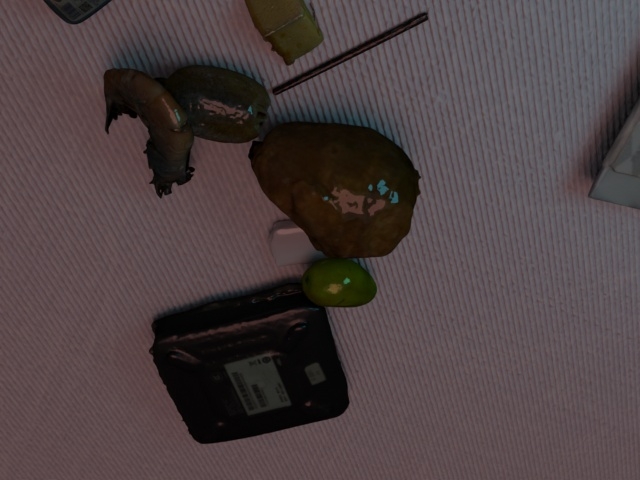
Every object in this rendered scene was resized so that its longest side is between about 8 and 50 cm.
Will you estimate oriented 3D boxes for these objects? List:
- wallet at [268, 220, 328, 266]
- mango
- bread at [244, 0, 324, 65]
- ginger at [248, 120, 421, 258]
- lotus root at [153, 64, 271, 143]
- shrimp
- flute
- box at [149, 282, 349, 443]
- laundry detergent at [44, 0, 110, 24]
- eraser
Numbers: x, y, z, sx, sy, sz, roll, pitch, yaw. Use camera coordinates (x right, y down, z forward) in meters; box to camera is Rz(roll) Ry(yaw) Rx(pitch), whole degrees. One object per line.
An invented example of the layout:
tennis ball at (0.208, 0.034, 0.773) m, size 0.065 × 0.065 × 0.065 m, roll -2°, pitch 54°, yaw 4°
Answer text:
wallet at (0.000, 0.000, 1.395) m, size 0.189 × 0.033 × 0.095 m, roll -4°, pitch 125°, yaw -4°
mango at (0.032, 0.084, 1.405) m, size 0.117 × 0.089 × 0.163 m, roll -12°, pitch 157°, yaw 20°
bread at (-0.048, -0.330, 1.158) m, size 0.084 × 0.080 × 0.109 m, roll -27°, pitch 160°, yaw 13°
ginger at (0.039, -0.092, 1.228) m, size 0.222 × 0.200 × 0.269 m, roll -26°, pitch 125°, yaw 14°
lotus root at (-0.174, -0.212, 1.180) m, size 0.191 × 0.088 × 0.113 m, roll 12°, pitch 106°, yaw -11°
shrimp at (-0.270, -0.166, 1.175) m, size 0.178 × 0.289 × 0.075 m, roll 43°, pitch 74°, yaw 5°
flute at (0.045, -0.289, 1.200) m, size 0.269 × 0.014 × 0.014 m, roll -24°, pitch 125°, yaw 11°
box at (-0.133, 0.260, 1.535) m, size 0.350 × 0.091 × 0.359 m, roll -13°, pitch 128°, yaw 4°
laundry detergent at (-0.293, -0.387, 1.061) m, size 0.206 × 0.061 × 0.097 m, roll -28°, pitch 122°, yaw 14°
eraser at (0.609, -0.231, 1.263) m, size 0.213 × 0.082 × 0.397 m, roll 11°, pitch 124°, yaw -13°
